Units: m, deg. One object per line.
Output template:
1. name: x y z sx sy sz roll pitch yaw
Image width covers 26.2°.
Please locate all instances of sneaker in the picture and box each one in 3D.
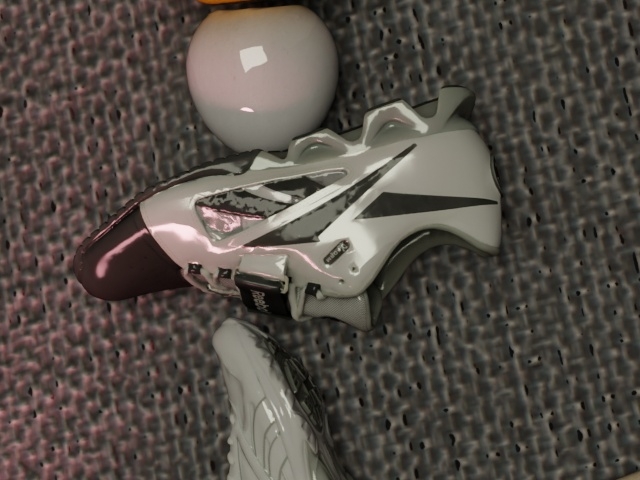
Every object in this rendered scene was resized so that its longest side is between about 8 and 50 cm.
1. sneaker: -0.041 0.172 1.026 0.115 0.090 0.232 -29 76 12
2. sneaker: -0.024 0.008 1.015 0.330 0.122 0.146 -19 77 11

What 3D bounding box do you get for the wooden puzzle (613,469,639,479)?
1. wooden puzzle: 0.345 0.280 0.920 0.348 0.080 0.322 -23 78 9

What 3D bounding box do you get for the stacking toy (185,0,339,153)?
1. stacking toy: -0.069 -0.298 1.023 0.351 0.350 0.480 -1 100 14
